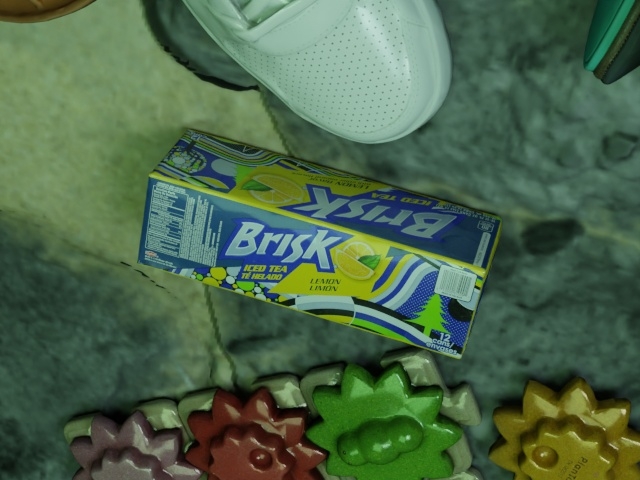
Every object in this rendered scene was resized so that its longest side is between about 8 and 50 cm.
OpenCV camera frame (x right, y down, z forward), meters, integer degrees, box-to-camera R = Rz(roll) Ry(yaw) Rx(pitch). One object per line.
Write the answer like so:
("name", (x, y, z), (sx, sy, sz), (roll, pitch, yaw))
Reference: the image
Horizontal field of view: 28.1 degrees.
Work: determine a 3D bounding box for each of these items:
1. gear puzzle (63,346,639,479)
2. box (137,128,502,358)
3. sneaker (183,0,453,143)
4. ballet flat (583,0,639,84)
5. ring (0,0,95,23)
("gear puzzle", (0.020, 0.151, 0.717), (0.339, 0.044, 0.175), (-14, 112, 22))
("box", (0.000, 0.000, 0.635), (0.169, 0.059, 0.054), (17, 121, 7))
("sneaker", (-0.058, -0.135, 0.519), (0.108, 0.169, 0.292), (-31, 106, 26))
("ballet flat", (0.163, -0.151, 0.504), (0.074, 0.074, 0.203), (16, 116, 8))
("ring", (-0.149, -0.226, 0.390), (0.336, 0.032, 0.336), (31, 136, 36))
